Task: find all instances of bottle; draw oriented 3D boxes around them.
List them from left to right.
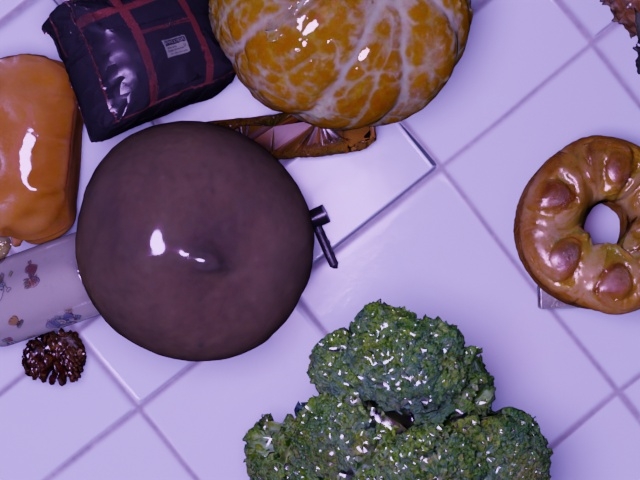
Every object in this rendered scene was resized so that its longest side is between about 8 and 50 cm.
[{"bbox_3d":[-0.381,0.073,1.704,0.233,0.110,0.110,-20,91,11],"label":"bottle"}]

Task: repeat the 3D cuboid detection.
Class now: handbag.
[{"bbox_3d":[-0.217,-0.235,1.659,0.215,0.155,0.169,-26,87,-35],"label":"handbag"}]

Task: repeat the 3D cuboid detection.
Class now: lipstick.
[{"bbox_3d":[0.344,0.071,1.743,0.129,0.030,0.030,-1,91,1],"label":"lipstick"}]

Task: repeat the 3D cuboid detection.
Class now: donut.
[{"bbox_3d":[0.349,-0.018,1.685,0.226,0.114,0.227,1,80,-4],"label":"donut"}]

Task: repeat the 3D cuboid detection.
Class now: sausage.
[{"bbox_3d":[-0.362,-0.112,1.697,0.136,0.120,0.241,1,92,-1],"label":"sausage"}]

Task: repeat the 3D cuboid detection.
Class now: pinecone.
[{"bbox_3d":[-0.339,0.150,1.731,0.083,0.077,0.077,-16,92,25],"label":"pinecone"}]

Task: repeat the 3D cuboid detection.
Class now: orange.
[{"bbox_3d":[0.023,-0.287,1.614,0.329,0.249,0.329,6,78,-30],"label":"orange"}]

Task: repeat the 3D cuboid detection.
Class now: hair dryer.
[{"bbox_3d":[0.000,0.000,1.750,0.047,0.026,0.083,-25,99,3],"label":"hair dryer"}]

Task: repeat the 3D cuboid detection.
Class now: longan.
[{"bbox_3d":[-0.152,0.000,1.615,0.297,0.297,0.297,0,92,0],"label":"longan"}]

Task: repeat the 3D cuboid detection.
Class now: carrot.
[{"bbox_3d":[-0.043,-0.135,1.727,0.228,0.069,0.069,-6,92,1],"label":"carrot"}]

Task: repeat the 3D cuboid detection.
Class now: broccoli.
[{"bbox_3d":[0.087,0.271,1.628,0.321,0.310,0.413,-38,125,-7],"label":"broccoli"}]

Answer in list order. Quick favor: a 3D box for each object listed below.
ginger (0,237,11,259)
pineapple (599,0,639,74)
[{"bbox_3d":[-0.466,0.020,1.742,0.137,0.044,0.057,-16,110,2],"label":"ginger"},{"bbox_3d":[0.428,-0.232,1.627,0.165,0.165,0.365,-12,71,1],"label":"pineapple"}]
